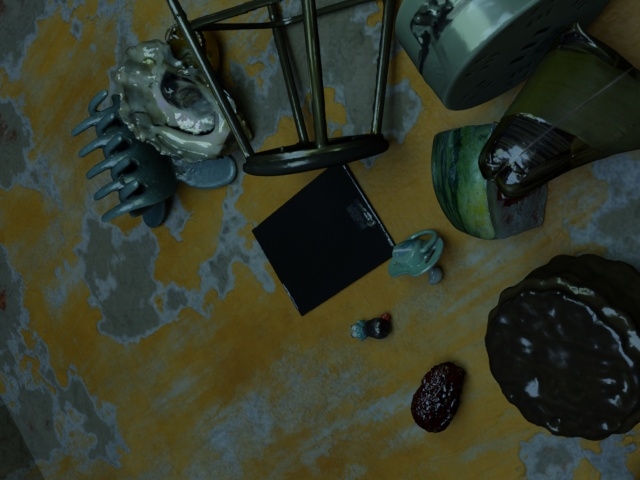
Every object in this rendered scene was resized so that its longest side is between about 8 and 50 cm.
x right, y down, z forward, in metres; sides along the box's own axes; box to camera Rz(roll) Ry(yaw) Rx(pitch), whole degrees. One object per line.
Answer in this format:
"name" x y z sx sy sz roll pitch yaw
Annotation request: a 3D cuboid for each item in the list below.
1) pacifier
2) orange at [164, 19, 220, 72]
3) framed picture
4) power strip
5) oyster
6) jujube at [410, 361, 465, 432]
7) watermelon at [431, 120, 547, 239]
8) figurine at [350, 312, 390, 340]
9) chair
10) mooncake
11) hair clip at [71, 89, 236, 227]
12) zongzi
"pacifier" 0.217 0.043 1.412 0.116 0.126 0.150 41 149 -22
"orange" -0.306 -0.455 1.635 0.160 0.112 0.170 52 142 -6
"framed picture" 0.000 0.000 1.590 0.339 0.014 0.255 -37 80 35
"power strip" 0.291 -0.370 1.089 0.357 0.357 0.161 -40 75 34
"oyster" -0.323 -0.314 1.588 0.351 0.115 0.237 24 98 -15
"jujube" 0.250 0.339 1.447 0.104 0.104 0.165 20 107 30
"watermelon" 0.323 -0.124 1.279 0.262 0.201 0.212 -147 52 -73
"figurine" 0.116 0.200 1.540 0.106 0.047 0.060 -14 57 43
"chair" -0.041 -0.352 1.335 0.362 0.365 0.410 -2 104 35
"mooncake" 0.453 0.192 1.182 0.324 0.187 0.324 21 121 39
"hair clip" -0.466 -0.219 1.726 0.392 0.238 0.318 -23 85 37
"zongzi" 0.449 -0.148 1.068 0.318 0.154 0.289 33 89 11
